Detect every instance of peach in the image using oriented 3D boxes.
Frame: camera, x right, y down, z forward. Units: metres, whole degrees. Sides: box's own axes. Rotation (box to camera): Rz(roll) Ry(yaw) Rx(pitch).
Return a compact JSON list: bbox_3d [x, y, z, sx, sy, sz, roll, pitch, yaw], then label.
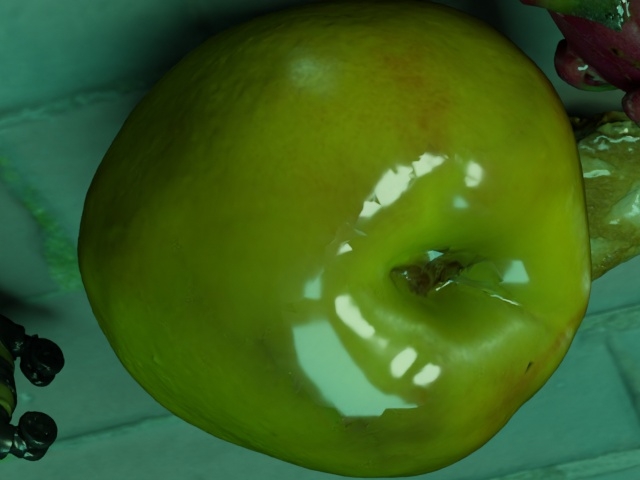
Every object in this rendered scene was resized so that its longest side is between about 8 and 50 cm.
[{"bbox_3d":[-0.001,-0.005,1.124,0.289,0.308,0.288,-6,103,-29],"label":"peach"}]

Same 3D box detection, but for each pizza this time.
[{"bbox_3d":[0.171,-0.038,1.237,0.161,0.062,0.182,5,142,-16],"label":"pizza"}]

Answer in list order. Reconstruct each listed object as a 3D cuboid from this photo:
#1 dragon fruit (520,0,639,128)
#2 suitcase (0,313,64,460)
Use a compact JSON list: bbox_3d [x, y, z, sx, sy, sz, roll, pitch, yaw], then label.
[{"bbox_3d":[0.187,-0.169,1.013,0.273,0.198,0.218,34,161,-4],"label":"dragon fruit"},{"bbox_3d":[-0.323,0.113,1.332,0.235,0.143,0.194,21,134,-22],"label":"suitcase"}]
